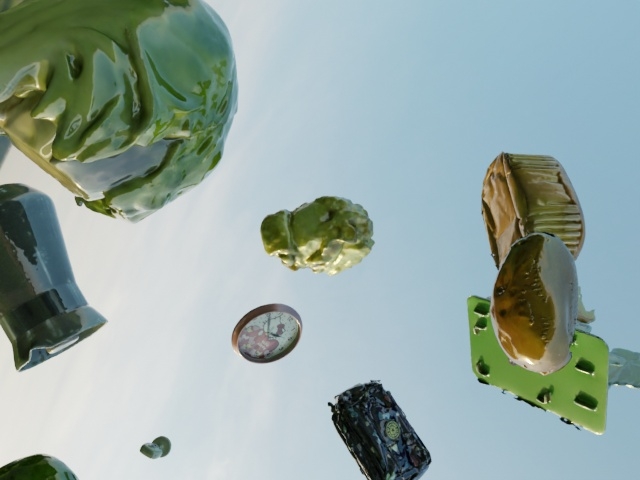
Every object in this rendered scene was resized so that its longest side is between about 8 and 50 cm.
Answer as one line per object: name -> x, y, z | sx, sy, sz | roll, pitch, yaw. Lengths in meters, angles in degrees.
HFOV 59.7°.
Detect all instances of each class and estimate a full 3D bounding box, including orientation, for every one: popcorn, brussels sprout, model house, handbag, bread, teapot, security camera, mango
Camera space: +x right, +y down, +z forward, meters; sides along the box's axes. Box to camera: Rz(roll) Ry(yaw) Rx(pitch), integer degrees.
popcorn -> 0.000, 0.000, 1.461 | 0.286, 0.225, 0.173 | -13, -126, 3
brussels sprout -> -0.307, -0.239, 0.892 | 0.361, 0.342, 0.425 | -53, 177, -17
brussels sprout -> -0.412, 0.398, 0.782 | 0.144, 0.162, 0.180 | 110, -39, -70
model house -> 0.568, 0.212, 1.266 | 0.358, 0.313, 0.242 | 16, -55, 52
handbag -> 0.133, 0.450, 1.271 | 0.260, 0.162, 0.113 | 58, -28, 14
bread -> 0.471, -0.058, 1.231 | 0.204, 0.156, 0.288 | 98, -8, -46
teapot -> -0.624, 0.079, 1.190 | 0.253, 0.344, 0.300 | -30, 178, -2
security camera -> -0.415, 0.524, 1.401 | 0.092, 0.058, 0.058 | 84, 25, -78
mango -> 0.372, 0.107, 0.961 | 0.156, 0.151, 0.248 | -66, 157, -78

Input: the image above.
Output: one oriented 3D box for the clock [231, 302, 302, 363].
clock -> -0.175, 0.309, 1.846 | 0.244, 0.244, 0.056 | -55, -146, 15
